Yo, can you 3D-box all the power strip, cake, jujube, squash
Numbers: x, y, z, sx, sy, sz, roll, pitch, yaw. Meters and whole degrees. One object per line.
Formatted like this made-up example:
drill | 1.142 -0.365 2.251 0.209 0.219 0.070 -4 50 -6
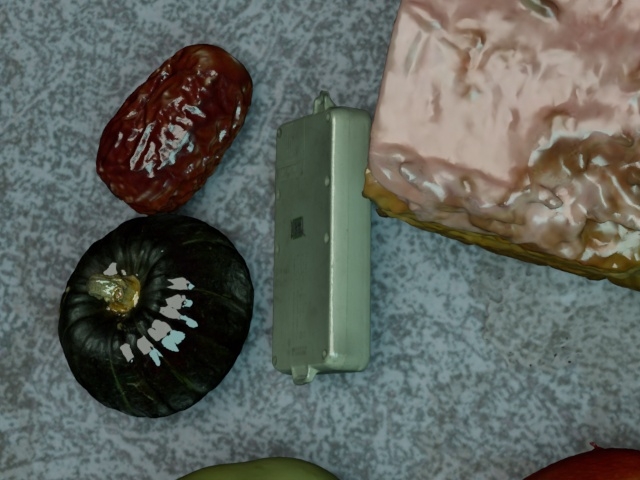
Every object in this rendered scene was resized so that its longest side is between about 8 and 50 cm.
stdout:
power strip | 0.000 0.000 1.723 0.046 0.118 0.270 4 82 -30
cake | 0.214 -0.131 1.589 0.314 0.293 0.307 16 90 10
jujube | -0.139 -0.109 1.773 0.112 0.109 0.176 38 89 12
squash | -0.154 0.068 1.733 0.193 0.156 0.193 -2 59 4

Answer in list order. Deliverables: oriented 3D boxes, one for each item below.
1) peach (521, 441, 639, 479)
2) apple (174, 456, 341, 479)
peach | 0.224 0.352 1.507 0.370 0.370 0.370 -2 82 15
apple | -0.059 0.329 1.618 0.279 0.279 0.279 -2 82 15
